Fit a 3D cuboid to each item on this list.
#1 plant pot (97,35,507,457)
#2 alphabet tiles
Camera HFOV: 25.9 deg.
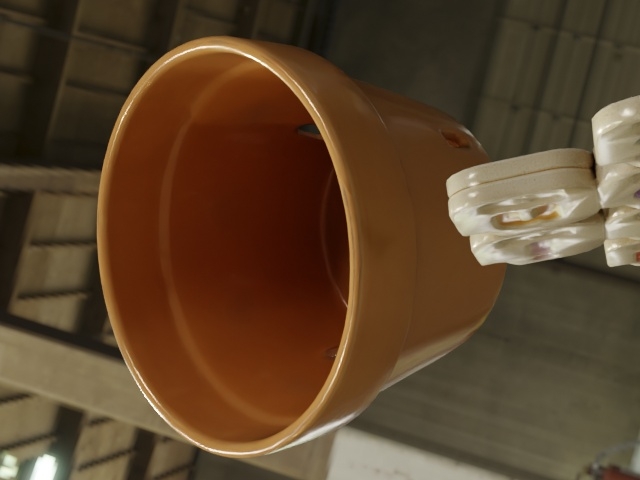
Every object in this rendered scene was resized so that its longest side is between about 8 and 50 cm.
[{"bbox_3d":[0.000,0.000,1.020,0.203,0.291,0.291,-4,-67,-41],"label":"plant pot"},{"bbox_3d":[0.196,-0.035,0.554,0.278,0.284,0.021,39,-140,-73],"label":"alphabet tiles"}]
